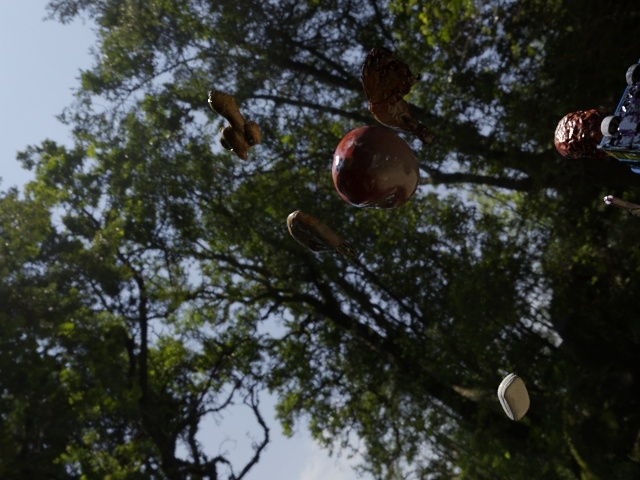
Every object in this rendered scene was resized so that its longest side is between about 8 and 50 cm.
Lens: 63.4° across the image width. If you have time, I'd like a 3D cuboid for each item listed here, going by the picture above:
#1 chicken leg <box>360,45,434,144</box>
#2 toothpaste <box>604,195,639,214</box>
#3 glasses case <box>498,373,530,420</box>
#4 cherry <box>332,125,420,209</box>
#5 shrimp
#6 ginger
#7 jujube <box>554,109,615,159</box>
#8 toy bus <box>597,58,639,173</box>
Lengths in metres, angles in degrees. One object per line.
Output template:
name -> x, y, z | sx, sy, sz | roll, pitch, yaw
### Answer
chicken leg -> 0.231, -0.426, 1.555 | 0.083, 0.177, 0.323 | -51, -49, -45
toothpaste -> 1.001, -0.117, 1.713 | 0.169, 0.028, 0.045 | 14, -40, -21
glasses case -> 0.455, 0.369, 1.215 | 0.063, 0.041, 0.164 | -44, -48, -12
cherry -> 0.145, -0.200, 1.363 | 0.239, 0.239, 0.206 | -45, 8, -20
shrimp -> 0.000, 0.000, 1.985 | 0.062, 0.316, 0.164 | -47, -20, -37
ginger -> -0.257, -0.327, 1.489 | 0.133, 0.214, 0.059 | -28, 25, 37
jujube -> 1.066, -0.426, 2.078 | 0.212, 0.232, 0.213 | -2, -87, -37
toy bus -> 0.803, -0.313, 1.213 | 0.175, 0.138, 0.288 | 22, -85, -24
